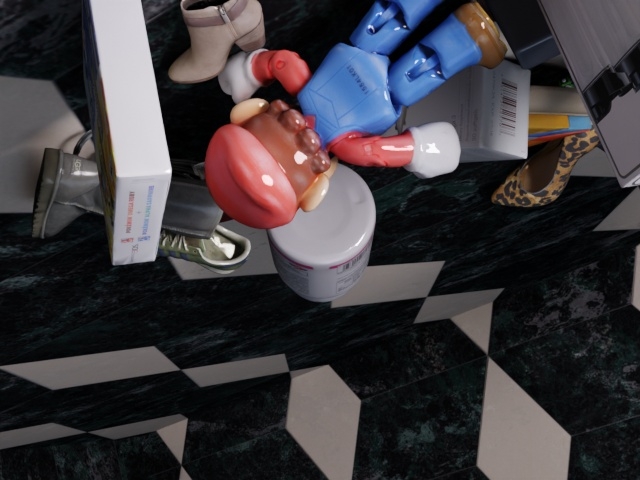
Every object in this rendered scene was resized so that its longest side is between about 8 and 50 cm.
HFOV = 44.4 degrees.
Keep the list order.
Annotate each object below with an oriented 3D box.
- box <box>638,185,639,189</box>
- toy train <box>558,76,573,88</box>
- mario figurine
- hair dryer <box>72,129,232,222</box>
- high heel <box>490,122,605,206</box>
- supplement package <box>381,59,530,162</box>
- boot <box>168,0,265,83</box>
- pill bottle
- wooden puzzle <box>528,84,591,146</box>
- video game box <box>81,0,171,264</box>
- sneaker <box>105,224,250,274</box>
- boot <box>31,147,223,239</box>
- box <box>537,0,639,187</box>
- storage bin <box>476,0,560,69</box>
[{"bbox_3d":[0.636,-0.111,1.114,0.212,0.396,0.293,0,156,-44],"label":"box"},{"bbox_3d":[0.366,-0.217,1.151,0.017,0.024,0.083,-24,162,21],"label":"toy train"},{"bbox_3d":[0.020,-0.134,0.789,0.320,0.198,0.170,-38,136,14],"label":"mario figurine"},{"bbox_3d":[-0.167,-0.087,0.997,0.223,0.080,0.293,3,160,3],"label":"hair dryer"},{"bbox_3d":[0.367,-0.140,1.318,0.261,0.093,0.186,-26,149,34],"label":"high heel"},{"bbox_3d":[0.136,-0.146,0.904,0.179,0.105,0.105,1,179,42],"label":"supplement package"},{"bbox_3d":[-0.108,-0.197,0.740,0.118,0.042,0.087,-22,156,11],"label":"boot"},{"bbox_3d":[0.000,0.000,1.231,0.160,0.160,0.283,-16,162,-5],"label":"pill bottle"},{"bbox_3d":[0.283,-0.161,1.143,0.220,0.044,0.238,-4,171,-35],"label":"wooden puzzle"},{"bbox_3d":[-0.172,-0.106,0.674,0.048,0.205,0.187,-8,160,-16],"label":"video game box"},{"bbox_3d":[-0.179,-0.006,1.035,0.192,0.064,0.086,18,160,-25],"label":"sneaker"},{"bbox_3d":[-0.232,-0.039,0.939,0.208,0.076,0.189,7,160,-24],"label":"boot"},{"bbox_3d":[0.264,-0.210,0.632,0.087,0.290,0.169,-12,163,-17],"label":"box"},{"bbox_3d":[0.246,-0.247,0.834,0.135,0.091,0.098,-23,162,19],"label":"storage bin"}]
